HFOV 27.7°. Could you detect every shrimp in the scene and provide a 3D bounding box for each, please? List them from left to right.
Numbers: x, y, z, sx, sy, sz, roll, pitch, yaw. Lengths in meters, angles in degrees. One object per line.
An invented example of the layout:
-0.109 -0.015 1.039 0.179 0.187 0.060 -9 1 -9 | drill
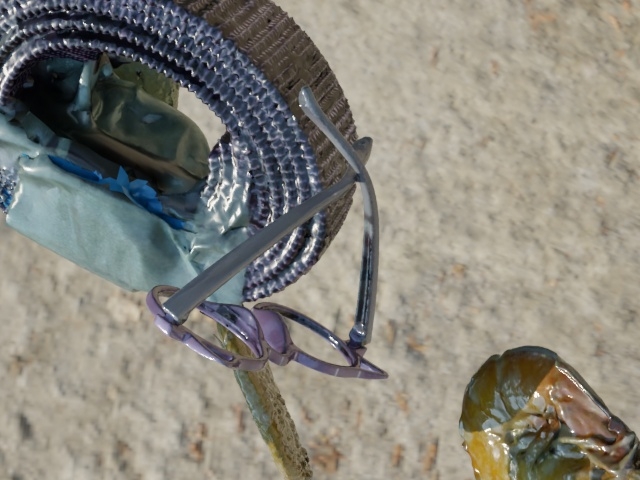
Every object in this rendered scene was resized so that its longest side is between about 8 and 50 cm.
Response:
0.220 0.170 1.087 0.317 0.062 0.164 -1 106 58 | shrimp

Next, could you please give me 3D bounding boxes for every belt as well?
-0.127 -0.086 0.984 0.325 0.122 0.260 29 124 3 | belt

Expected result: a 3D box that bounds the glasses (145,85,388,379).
0.000 0.000 0.527 0.062 0.140 0.103 37 101 32 | glasses

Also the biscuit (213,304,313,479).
-0.057 0.128 1.178 0.033 0.220 0.219 -23 59 0 | biscuit

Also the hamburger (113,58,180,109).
-0.184 -0.139 1.085 0.133 0.140 0.062 -58 26 30 | hamburger
